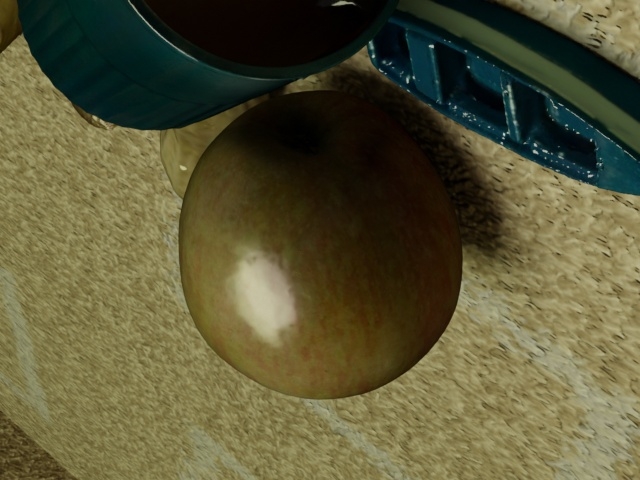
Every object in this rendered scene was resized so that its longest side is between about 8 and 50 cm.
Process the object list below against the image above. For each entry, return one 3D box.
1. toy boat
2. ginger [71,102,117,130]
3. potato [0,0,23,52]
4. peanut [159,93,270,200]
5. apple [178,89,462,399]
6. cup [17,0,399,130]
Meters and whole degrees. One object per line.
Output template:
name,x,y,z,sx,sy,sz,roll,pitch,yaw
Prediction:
toy boat,0.158,-0.114,1.286,0.299,0.062,0.096,32,153,32
ginger,-0.256,-0.182,1.878,0.165,0.067,0.096,50,161,25
potato,-0.475,-0.295,1.900,0.246,0.196,0.299,12,139,49
peanut,-0.106,-0.122,1.657,0.123,0.123,0.256,33,152,27
apple,0.000,0.000,1.506,0.257,0.257,0.234,29,138,34
cup,-0.117,-0.238,1.322,0.308,0.242,0.292,47,160,-10
